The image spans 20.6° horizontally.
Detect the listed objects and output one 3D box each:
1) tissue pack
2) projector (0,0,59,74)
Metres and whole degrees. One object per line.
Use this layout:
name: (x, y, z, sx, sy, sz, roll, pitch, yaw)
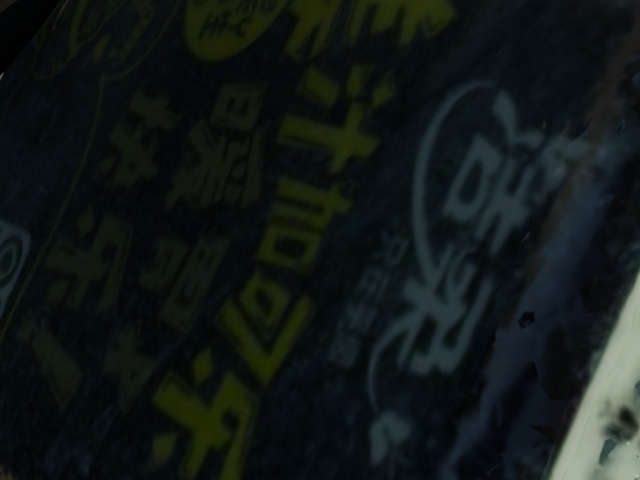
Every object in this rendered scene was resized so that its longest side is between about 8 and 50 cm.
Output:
tissue pack: (0.000, 0.000, 0.415, 0.081, 0.257, 0.185, 27, 86, -37)
projector: (-0.295, -0.061, 0.431, 0.395, 0.405, 0.242, -26, 93, -21)
